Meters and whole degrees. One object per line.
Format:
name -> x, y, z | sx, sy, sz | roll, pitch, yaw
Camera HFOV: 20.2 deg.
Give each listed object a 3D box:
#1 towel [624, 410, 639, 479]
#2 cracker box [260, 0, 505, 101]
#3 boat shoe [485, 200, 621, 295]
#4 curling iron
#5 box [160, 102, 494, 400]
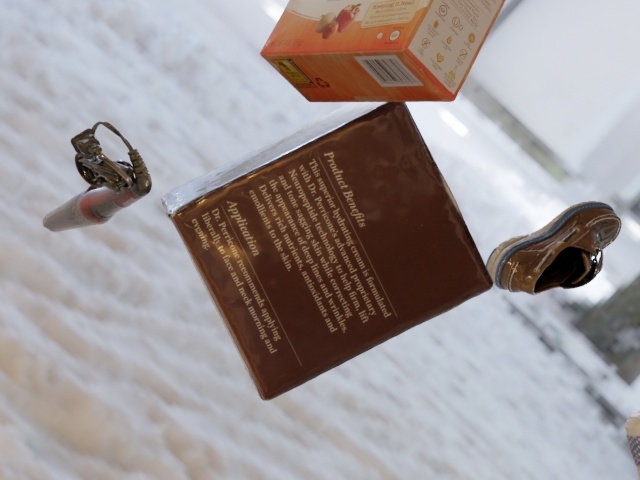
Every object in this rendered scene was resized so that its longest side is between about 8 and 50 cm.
towel -> 0.266, 0.182, 0.884 | 0.034, 0.209, 0.285 | -10, -82, 61
cracker box -> 0.073, -0.211, 1.315 | 0.155, 0.232, 0.067 | 4, -31, 48
boat shoe -> 0.250, 0.017, 1.822 | 0.183, 0.066, 0.066 | -26, 43, -34
curling iron -> -0.188, -0.040, 1.457 | 0.068, 0.035, 0.274 | 54, -20, -2
box -> 0.000, 0.000, 1.436 | 0.168, 0.203, 0.167 | 64, -4, -8
